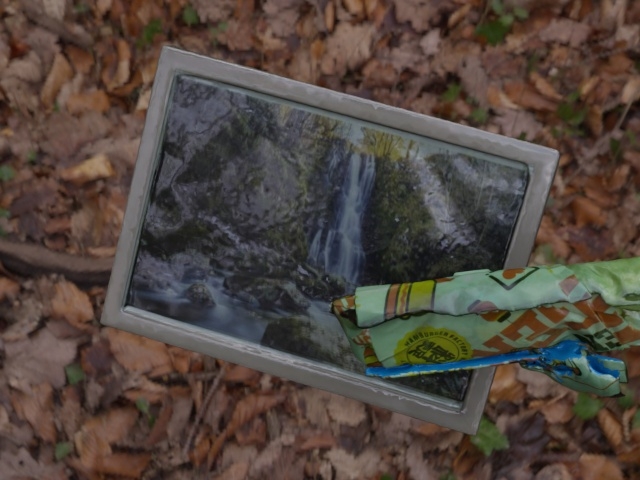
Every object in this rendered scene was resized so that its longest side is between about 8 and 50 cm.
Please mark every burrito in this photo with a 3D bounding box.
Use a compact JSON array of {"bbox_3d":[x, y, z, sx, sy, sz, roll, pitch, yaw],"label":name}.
[{"bbox_3d":[0.152,0.064,0.712,0.288,0.104,0.054,-8,33,13],"label":"burrito"}]

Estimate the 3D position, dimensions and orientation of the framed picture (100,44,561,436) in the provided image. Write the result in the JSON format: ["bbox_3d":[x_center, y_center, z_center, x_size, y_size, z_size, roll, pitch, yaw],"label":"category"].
[{"bbox_3d":[0.000,0.000,0.811,0.324,0.020,0.240,17,100,7],"label":"framed picture"}]
